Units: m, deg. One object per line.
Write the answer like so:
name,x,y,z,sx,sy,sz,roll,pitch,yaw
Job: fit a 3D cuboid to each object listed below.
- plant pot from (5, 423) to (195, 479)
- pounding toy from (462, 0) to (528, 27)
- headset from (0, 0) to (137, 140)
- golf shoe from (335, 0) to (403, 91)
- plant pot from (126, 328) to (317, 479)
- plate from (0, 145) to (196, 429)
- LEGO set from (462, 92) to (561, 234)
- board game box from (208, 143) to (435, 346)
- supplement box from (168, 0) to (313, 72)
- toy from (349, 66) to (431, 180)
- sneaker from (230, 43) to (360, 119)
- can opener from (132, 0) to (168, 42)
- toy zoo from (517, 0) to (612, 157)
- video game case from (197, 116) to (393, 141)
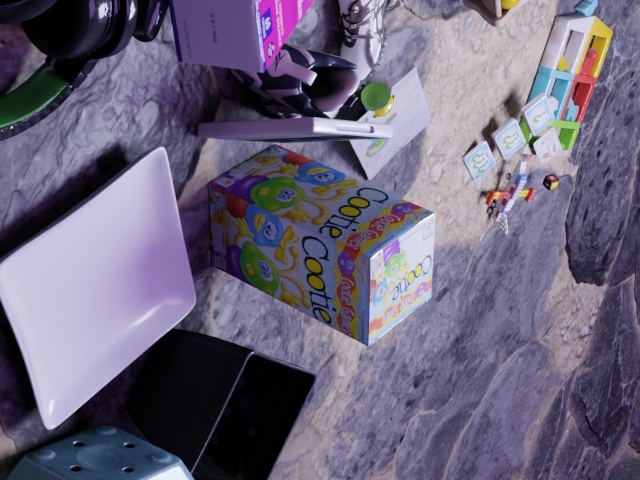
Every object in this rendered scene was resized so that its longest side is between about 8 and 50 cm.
plant pot,-0.278,0.382,1.790,0.247,0.248,0.252,-17,119,-50
pounding toy,0.338,-0.410,2.205,0.269,0.154,0.155,-44,142,-29
headset,-0.296,-0.284,1.434,0.394,0.185,0.243,-51,153,8
golf shoe,0.050,-0.305,1.955,0.094,0.077,0.198,12,104,-35
plant pot,-0.147,0.217,1.923,0.188,0.167,0.187,28,88,-57
plate,-0.277,0.054,1.736,0.277,0.045,0.278,-42,141,-33
LEGO set,0.359,-0.125,2.483,0.182,0.060,0.244,-39,145,-3
board game box,0.000,0.000,1.883,0.144,0.275,0.142,-34,137,-40
supplement box,-0.081,-0.306,1.655,0.220,0.114,0.111,-62,155,-44
toy,0.090,-0.181,2.077,0.137,0.056,0.237,-44,166,-3
sneaker,0.000,-0.192,1.865,0.094,0.153,0.235,-59,148,-7
can opener,-0.179,-0.315,1.615,0.059,0.073,0.186,22,83,-50
toy zoo,0.446,-0.295,2.556,0.192,0.030,0.293,-1,112,-55
video game case,-0.032,-0.142,1.822,0.173,0.190,0.022,-1,91,-53
